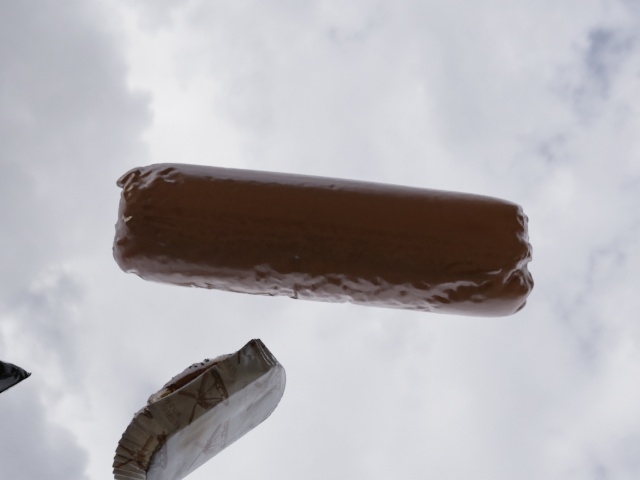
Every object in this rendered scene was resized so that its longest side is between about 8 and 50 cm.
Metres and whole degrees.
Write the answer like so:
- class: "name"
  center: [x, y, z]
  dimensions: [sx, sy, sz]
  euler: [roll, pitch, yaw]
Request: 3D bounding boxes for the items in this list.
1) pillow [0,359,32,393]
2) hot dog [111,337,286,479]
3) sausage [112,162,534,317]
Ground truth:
- class: "pillow"
  center: [-0.271, 0.105, 0.709]
  dimensions: [0.090, 0.150, 0.048]
  euler: [-3, -72, 31]
- class: "hot dog"
  center: [-0.105, 0.152, 0.951]
  dimensions: [0.053, 0.099, 0.192]
  euler: [26, -138, 34]
- class: "sausage"
  center: [-0.001, -0.001, 0.737]
  dimensions: [0.288, 0.086, 0.086]
  euler: [6, -106, 7]
